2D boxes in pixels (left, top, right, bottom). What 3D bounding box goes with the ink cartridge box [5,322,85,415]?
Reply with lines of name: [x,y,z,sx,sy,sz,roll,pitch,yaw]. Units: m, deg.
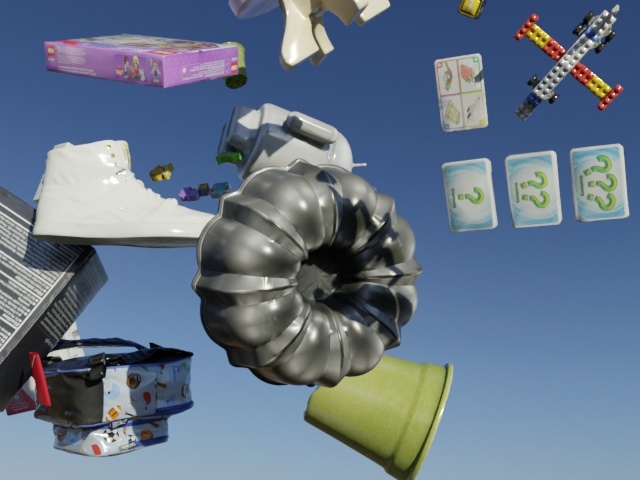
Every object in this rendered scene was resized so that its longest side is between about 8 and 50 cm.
ink cartridge box: [-0.756,0.297,1.939,0.207,0.283,0.117,-14,3,11]

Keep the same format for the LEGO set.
LEGO set: [0.202,-0.128,0.721,0.182,0.244,0.060,-4,13,22]

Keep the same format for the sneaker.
sneaker: [-0.285,-0.076,1.128,0.292,0.169,0.108,4,-13,-10]

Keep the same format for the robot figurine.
robot figurine: [-0.071,-0.208,1.800,0.353,0.200,0.300,19,-29,-17]

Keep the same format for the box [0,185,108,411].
box: [-0.571,0.076,1.210,0.296,0.294,0.183,33,-22,5]

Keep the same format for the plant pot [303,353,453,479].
plant pot: [0.110,0.342,1.529,0.253,0.276,0.276,21,-25,6]

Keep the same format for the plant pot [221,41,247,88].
plant pot: [-0.197,-0.383,1.623,0.083,0.079,0.083,-18,-25,-9]

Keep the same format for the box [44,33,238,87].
box: [-0.326,-0.333,1.331,0.293,0.057,0.201,14,24,29]

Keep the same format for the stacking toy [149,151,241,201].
stacking toy: [-0.272,-0.113,1.721,0.221,0.052,0.167,-9,-53,12]

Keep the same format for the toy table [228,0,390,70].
toy table: [-0.012,-0.436,1.345,0.274,0.161,0.252,-35,2,-10]

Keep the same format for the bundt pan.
bundt pan: [0.001,0.051,0.992,0.330,0.331,0.124,14,-3,-24]

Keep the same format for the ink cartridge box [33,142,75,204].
ink cartridge box: [-0.689,-0.159,2.001,0.072,0.175,0.127,-5,-27,40]

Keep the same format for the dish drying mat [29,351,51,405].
dish drying mat: [-0.434,0.214,1.123,0.032,0.083,0.008,-4,8,44]

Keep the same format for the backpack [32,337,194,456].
backpack: [-0.367,0.283,1.345,0.263,0.213,0.276,-8,4,-45]
